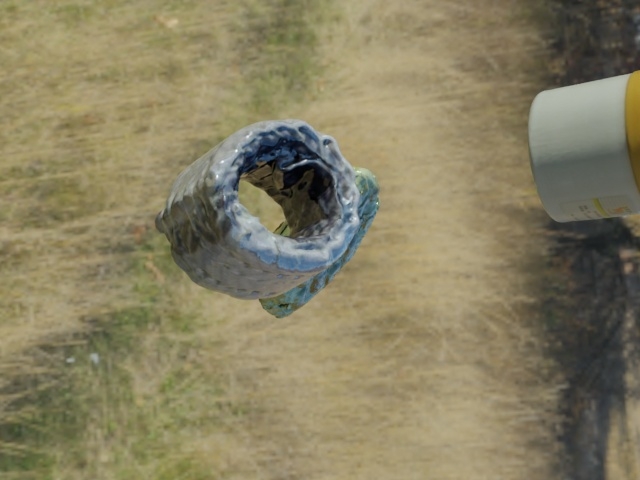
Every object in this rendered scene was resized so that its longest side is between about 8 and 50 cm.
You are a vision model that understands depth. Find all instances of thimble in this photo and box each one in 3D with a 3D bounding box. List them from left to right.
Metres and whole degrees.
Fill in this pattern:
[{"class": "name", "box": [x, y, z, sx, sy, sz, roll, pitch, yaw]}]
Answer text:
[{"class": "thimble", "box": [-0.074, -0.042, 1.335, 0.245, 0.157, 0.217, -13, 77, -40]}]

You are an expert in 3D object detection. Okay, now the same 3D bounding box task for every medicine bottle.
[{"class": "medicine bottle", "box": [0.496, -0.157, 1.746, 0.238, 0.232, 0.238, 17, 69, -55]}]

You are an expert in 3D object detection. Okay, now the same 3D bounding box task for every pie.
[{"class": "pie", "box": [0.000, 0.000, 1.782, 0.306, 0.071, 0.306, -46, 158, -25]}]
